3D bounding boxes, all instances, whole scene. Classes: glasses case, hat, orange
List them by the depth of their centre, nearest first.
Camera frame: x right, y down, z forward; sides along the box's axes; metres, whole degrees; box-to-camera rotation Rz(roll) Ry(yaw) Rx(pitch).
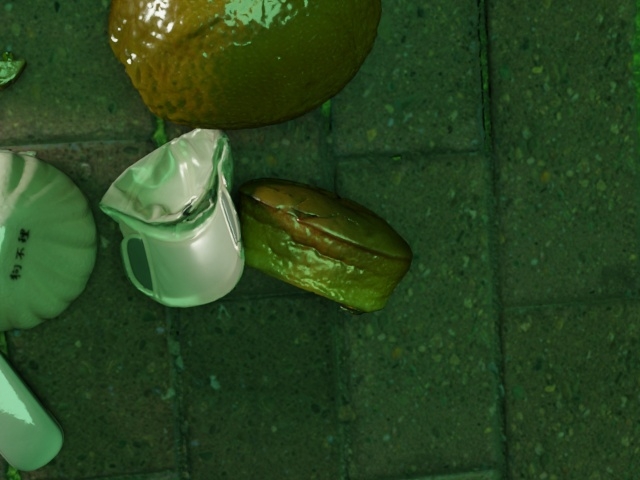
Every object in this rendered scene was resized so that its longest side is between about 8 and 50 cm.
[{"bbox_3d":[-0.106,-0.306,1.694,0.357,0.322,0.322,-31,99,-9],"label":"orange"},{"bbox_3d":[-0.177,-0.032,1.784,0.219,0.164,0.226,-23,98,20],"label":"hat"},{"bbox_3d":[-0.462,0.227,1.806,0.092,0.059,0.233,-38,101,-3],"label":"glasses case"}]

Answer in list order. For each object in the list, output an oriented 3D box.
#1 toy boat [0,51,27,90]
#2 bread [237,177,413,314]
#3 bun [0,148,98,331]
[{"bbox_3d":[-0.525,-0.258,1.750,0.226,0.068,0.088,4,88,-10],"label":"toy boat"},{"bbox_3d":[0.000,0.000,1.803,0.270,0.195,0.142,20,100,-2],"label":"bread"},{"bbox_3d":[-0.436,0.007,1.736,0.263,0.175,0.263,-1,97,-10],"label":"bun"}]
